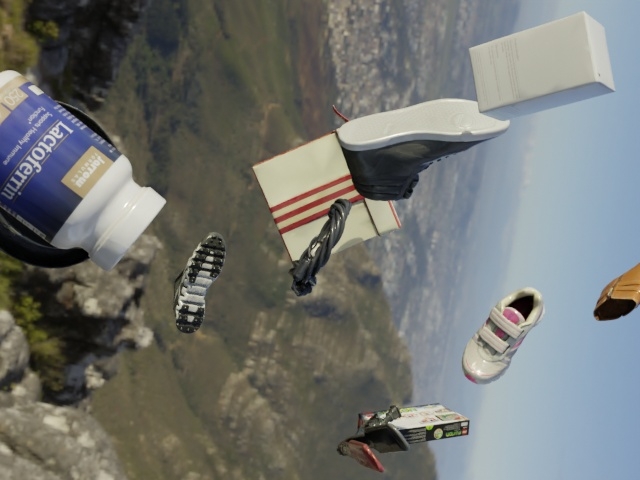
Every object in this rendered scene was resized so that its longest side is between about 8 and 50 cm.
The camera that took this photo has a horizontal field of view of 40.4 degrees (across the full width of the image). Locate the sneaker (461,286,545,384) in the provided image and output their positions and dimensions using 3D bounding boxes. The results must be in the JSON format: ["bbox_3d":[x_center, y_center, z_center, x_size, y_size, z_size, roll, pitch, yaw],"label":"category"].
[{"bbox_3d":[0.382,0.188,1.831,0.252,0.103,0.111,-51,158,-17],"label":"sneaker"}]

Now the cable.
[{"bbox_3d":[0.000,0.000,1.307,0.150,0.047,0.184,-63,180,17],"label":"cable"}]

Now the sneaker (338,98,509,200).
[{"bbox_3d":[0.180,-0.153,1.523,0.104,0.295,0.147,-103,-175,-46],"label":"sneaker"}]

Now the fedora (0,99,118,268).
[{"bbox_3d":[-0.485,-0.096,1.610,0.334,0.152,0.334,-8,105,-34],"label":"fedora"}]

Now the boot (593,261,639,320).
[{"bbox_3d":[0.592,0.078,1.586,0.197,0.073,0.152,-45,170,38],"label":"boot"}]

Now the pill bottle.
[{"bbox_3d":[-0.345,-0.085,1.141,0.153,0.264,0.153,-49,-169,13],"label":"pill bottle"}]

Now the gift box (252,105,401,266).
[{"bbox_3d":[0.015,-0.115,1.742,0.255,0.258,0.276,-121,-171,-79],"label":"gift box"}]

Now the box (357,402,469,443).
[{"bbox_3d":[0.194,0.383,1.813,0.114,0.207,0.036,18,-73,61],"label":"box"}]

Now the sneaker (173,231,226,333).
[{"bbox_3d":[-0.281,0.083,1.941,0.106,0.078,0.234,37,-70,59],"label":"sneaker"}]

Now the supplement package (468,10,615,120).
[{"bbox_3d":[0.328,-0.253,1.291,0.105,0.179,0.105,2,79,-57],"label":"supplement package"}]

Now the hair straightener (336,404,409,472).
[{"bbox_3d":[0.075,0.255,1.120,0.089,0.047,0.230,-36,172,-15],"label":"hair straightener"}]
